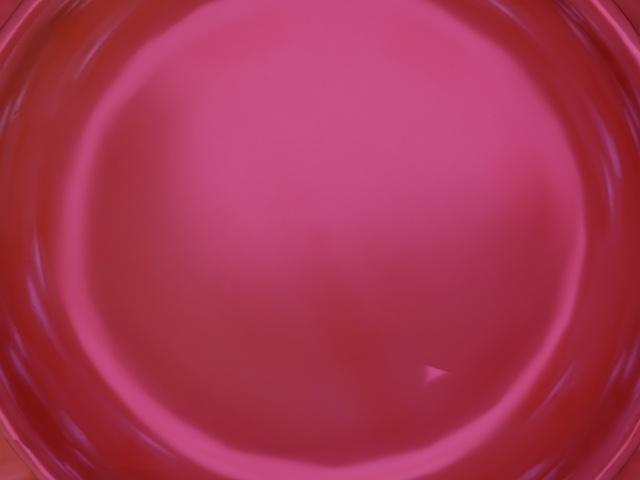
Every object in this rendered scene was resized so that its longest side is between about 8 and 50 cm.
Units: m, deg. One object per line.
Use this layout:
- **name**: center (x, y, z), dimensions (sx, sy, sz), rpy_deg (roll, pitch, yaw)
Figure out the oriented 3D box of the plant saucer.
- **plant saucer**: center (0.000, 0.000, 0.498), dimensions (0.200, 0.037, 0.200), rpy_deg (1, 107, 2)
